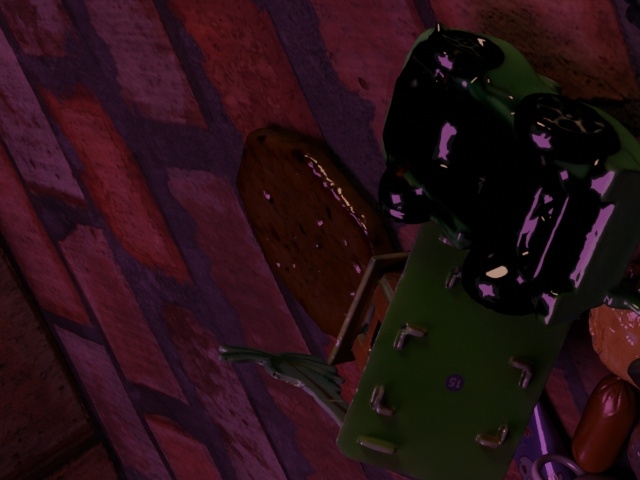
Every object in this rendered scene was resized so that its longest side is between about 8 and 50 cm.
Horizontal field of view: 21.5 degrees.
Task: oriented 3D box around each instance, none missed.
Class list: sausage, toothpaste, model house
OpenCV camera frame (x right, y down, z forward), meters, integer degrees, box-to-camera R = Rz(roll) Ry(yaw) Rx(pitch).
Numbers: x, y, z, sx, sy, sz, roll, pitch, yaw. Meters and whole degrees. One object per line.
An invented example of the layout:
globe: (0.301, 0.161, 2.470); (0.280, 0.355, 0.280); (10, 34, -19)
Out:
sausage: (0.329, 0.219, 1.964); (0.062, 0.054, 0.183); (29, 146, 13)
toothpaste: (0.308, 0.331, 2.147); (0.371, 0.080, 0.125); (67, 159, -4)
model house: (0.082, 0.070, 1.974); (0.323, 0.340, 0.300); (-111, 40, -73)

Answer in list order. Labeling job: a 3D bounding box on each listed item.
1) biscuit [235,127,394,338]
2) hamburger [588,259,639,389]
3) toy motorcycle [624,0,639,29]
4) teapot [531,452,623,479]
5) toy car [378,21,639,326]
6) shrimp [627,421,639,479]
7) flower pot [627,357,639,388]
biscuit: (0.001, 0.000, 2.331); (0.359, 0.046, 0.359); (44, 154, 28)
hamburger: (0.344, 0.095, 1.745); (0.147, 0.083, 0.138); (35, 145, 38)
toy motorcycle: (0.301, -0.242, 1.374); (0.270, 0.106, 0.159); (42, 151, 55)
teapot: (0.347, 0.338, 2.035); (0.226, 0.092, 0.145); (46, 152, 26)
toy car: (0.210, -0.063, 1.684); (0.358, 0.176, 0.213); (46, 130, 41)
shrimp: (0.403, 0.264, 1.879); (0.187, 0.052, 0.132); (26, 143, 54)
flower pot: (0.410, 0.111, 1.379); (0.213, 0.302, 0.302); (49, 156, 27)
